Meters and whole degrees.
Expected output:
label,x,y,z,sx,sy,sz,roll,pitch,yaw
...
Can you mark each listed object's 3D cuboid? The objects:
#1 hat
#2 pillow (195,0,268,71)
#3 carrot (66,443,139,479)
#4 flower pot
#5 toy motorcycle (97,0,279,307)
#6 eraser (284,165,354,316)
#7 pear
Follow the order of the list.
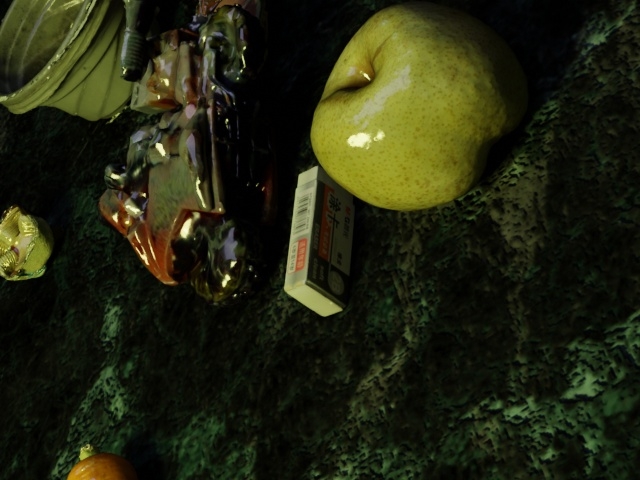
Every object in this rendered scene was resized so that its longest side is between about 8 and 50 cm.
label,x,y,z,sx,sy,sz,roll,pitch,yaw
hat,-0.336,0.007,1.454,0.076,0.059,0.077,42,102,39
pillow,-0.100,-0.231,1.380,0.126,0.043,0.232,-30,42,36
carrot,-0.149,0.260,1.046,0.061,0.061,0.257,-50,44,9
flower pot,-0.280,-0.233,1.509,0.235,0.140,0.235,-32,41,33
toy motorcycle,-0.128,-0.129,1.219,0.207,0.134,0.401,-10,75,42
eraser,0.000,0.000,1.069,0.029,0.052,0.122,-23,46,36
pear,0.074,-0.102,0.994,0.167,0.136,0.167,-34,40,33
